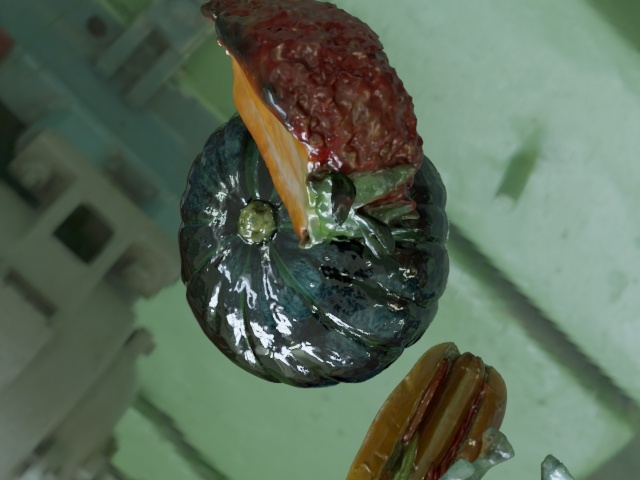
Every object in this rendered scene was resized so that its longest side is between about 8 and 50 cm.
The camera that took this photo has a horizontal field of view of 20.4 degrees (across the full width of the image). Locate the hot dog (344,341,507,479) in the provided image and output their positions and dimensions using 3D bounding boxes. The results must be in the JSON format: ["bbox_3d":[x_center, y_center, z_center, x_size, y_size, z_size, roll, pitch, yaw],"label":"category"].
[{"bbox_3d":[0.064,0.184,1.302,0.092,0.235,0.062,30,162,-11],"label":"hot dog"}]

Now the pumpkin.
[{"bbox_3d":[-0.007,0.000,1.140,0.194,0.194,0.150,5,154,23],"label":"pumpkin"}]

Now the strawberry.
[{"bbox_3d":[0.002,-0.070,0.951,0.085,0.192,0.140,-24,106,-6],"label":"strawberry"}]

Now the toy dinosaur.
[{"bbox_3d":[0.055,0.135,0.824,0.044,0.106,0.187,50,161,7],"label":"toy dinosaur"}]
